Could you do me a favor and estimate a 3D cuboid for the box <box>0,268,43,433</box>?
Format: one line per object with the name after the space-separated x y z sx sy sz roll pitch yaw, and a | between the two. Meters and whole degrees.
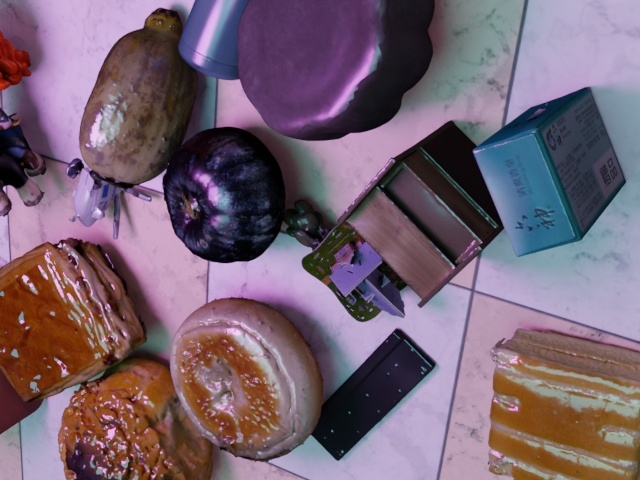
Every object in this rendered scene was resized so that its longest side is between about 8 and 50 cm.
-0.790 0.243 1.991 0.229 0.239 0.340 0 110 32 | box

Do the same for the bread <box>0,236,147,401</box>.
-0.508 0.149 1.831 0.324 0.167 0.278 -32 89 27 | bread

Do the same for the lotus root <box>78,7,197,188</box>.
-0.301 -0.237 1.544 0.173 0.173 0.309 24 101 20 | lotus root

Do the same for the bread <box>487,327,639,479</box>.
0.378 0.272 1.410 0.246 0.111 0.239 13 115 25 | bread

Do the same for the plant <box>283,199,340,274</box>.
0.000 0.000 1.536 0.085 0.087 0.174 -42 82 0 | plant

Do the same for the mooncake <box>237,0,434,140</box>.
0.021 -0.288 1.319 0.306 0.154 0.306 3 95 42 | mooncake

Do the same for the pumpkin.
-0.160 -0.074 1.531 0.233 0.163 0.233 27 126 44 | pumpkin

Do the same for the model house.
0.067 0.065 1.463 0.117 0.088 0.167 -42 112 4 | model house

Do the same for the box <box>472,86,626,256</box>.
0.307 -0.096 1.217 0.092 0.245 0.153 -17 99 36 | box

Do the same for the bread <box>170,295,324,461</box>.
-0.126 0.241 1.656 0.305 0.158 0.306 9 112 24 | bread

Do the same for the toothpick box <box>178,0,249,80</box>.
-0.141 -0.355 1.443 0.120 0.120 0.184 33 119 14 | toothpick box

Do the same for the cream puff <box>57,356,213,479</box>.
-0.376 0.415 1.829 0.327 0.231 0.343 24 120 23 | cream puff

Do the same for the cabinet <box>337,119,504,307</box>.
0.164 -0.040 1.338 0.175 0.215 0.148 46 125 6 | cabinet

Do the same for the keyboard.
0.078 0.276 1.639 0.101 0.018 0.310 42 124 6 | keyboard

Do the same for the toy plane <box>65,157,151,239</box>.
-0.382 -0.138 1.675 0.182 0.107 0.273 51 126 13 | toy plane

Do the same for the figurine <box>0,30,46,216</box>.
-0.633 -0.228 1.663 0.241 0.306 0.412 -6 109 21 | figurine
